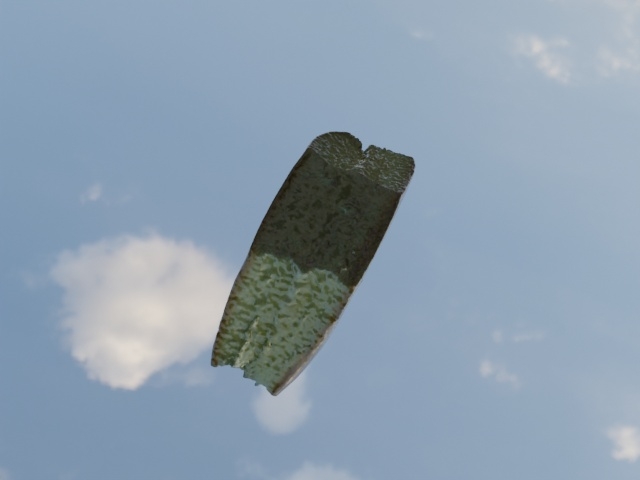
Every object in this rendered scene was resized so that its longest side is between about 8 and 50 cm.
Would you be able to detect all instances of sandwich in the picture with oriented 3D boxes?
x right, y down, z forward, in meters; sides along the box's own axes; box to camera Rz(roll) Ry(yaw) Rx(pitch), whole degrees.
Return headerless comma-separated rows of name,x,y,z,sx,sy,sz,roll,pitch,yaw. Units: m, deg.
sandwich,0.000,0.000,0.884,0.094,0.096,0.258,26,-115,3
